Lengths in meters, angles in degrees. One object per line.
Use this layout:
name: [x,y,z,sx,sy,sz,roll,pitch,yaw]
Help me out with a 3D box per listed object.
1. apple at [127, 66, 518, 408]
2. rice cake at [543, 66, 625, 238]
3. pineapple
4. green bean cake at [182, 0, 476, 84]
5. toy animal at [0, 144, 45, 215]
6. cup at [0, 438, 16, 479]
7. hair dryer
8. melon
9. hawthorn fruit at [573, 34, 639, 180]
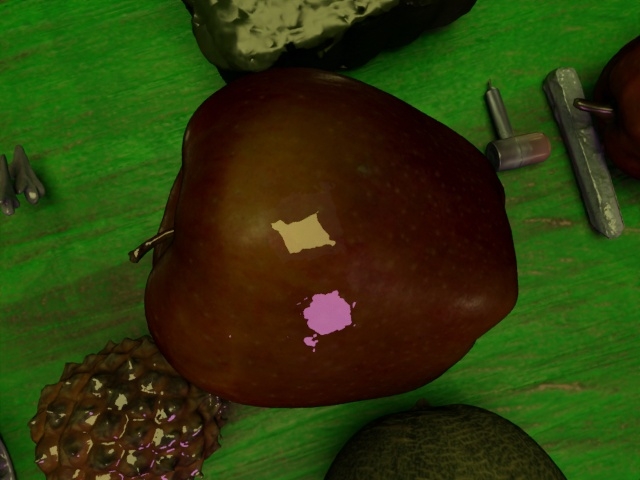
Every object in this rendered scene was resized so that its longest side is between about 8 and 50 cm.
apple: [0.000,0.000,0.447,0.317,0.288,0.287,9,85,-13]
rice cake: [0.307,-0.102,0.576,0.033,0.033,0.207,-16,86,-4]
pineapple: [-0.168,0.170,0.486,0.193,0.166,0.166,-25,86,-4]
green bean cake: [-0.013,-0.333,0.513,0.336,0.218,0.318,-19,93,4]
toy animal: [-0.407,-0.053,0.533,0.206,0.081,0.366,-4,85,10]
cup: [-0.455,0.262,0.483,0.264,0.182,0.226,-22,53,4]
hair dryer: [0.218,-0.139,0.580,0.063,0.037,0.114,-14,78,-4]
melon: [0.113,0.307,0.426,0.249,0.248,0.328,-3,68,-1]
hawthorn fruit: [0.397,-0.149,0.502,0.261,0.224,0.223,-7,85,19]
